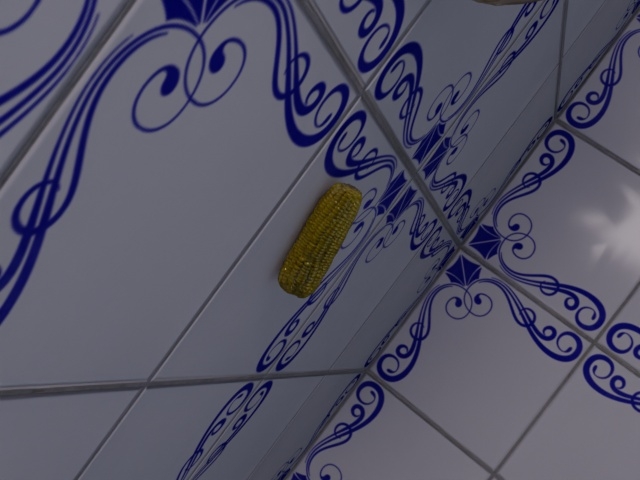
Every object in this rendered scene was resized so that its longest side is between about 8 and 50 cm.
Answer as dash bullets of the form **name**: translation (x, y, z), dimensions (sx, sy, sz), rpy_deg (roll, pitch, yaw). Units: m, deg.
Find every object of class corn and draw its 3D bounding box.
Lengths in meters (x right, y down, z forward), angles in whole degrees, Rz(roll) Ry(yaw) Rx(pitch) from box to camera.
- **corn**: translation (0.000, 0.000, 1.197), dimensions (0.203, 0.072, 0.072), rpy_deg (-61, 161, 21)

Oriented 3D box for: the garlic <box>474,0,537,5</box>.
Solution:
- **garlic**: translation (0.287, -0.401, 0.866), dimensions (0.313, 0.249, 0.286), rpy_deg (-14, 149, -2)
